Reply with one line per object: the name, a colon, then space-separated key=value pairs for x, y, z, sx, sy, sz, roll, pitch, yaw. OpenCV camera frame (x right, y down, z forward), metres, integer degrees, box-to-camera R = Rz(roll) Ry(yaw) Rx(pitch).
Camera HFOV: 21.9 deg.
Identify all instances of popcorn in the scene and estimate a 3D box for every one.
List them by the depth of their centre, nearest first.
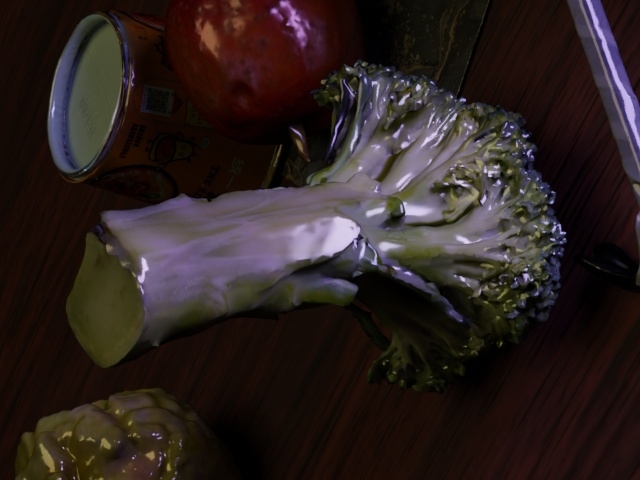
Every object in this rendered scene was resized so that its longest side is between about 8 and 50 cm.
popcorn: x=-0.178 y=0.255 z=1.506 sx=0.259 sy=0.212 sz=0.259 roll=-39 pitch=45 yaw=55

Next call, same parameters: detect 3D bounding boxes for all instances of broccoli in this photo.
broccoli: x=0.010 y=0.021 z=1.158 sx=0.252 sy=0.361 sz=0.221 roll=49 pitch=138 yaw=4

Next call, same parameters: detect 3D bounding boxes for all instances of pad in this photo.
pad: x=0.022 y=-0.159 z=1.504 sx=0.367 sy=0.007 sz=0.247 roll=36 pitch=110 yaw=56

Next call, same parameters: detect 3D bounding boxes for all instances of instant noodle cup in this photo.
instant noodle cup: x=-0.153 y=-0.126 z=1.601 sx=0.216 sy=0.172 sz=0.215 roll=-21 pitch=64 yaw=53

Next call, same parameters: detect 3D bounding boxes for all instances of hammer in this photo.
hammer: x=0.186 y=-0.167 z=1.127 sx=0.152 sy=0.044 sz=0.427 roll=-32 pitch=69 yaw=53

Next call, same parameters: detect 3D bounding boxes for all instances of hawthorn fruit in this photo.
hawthorn fruit: x=-0.039 y=-0.156 z=1.449 sx=0.179 sy=0.179 sz=0.200 roll=-36 pitch=71 yaw=47
